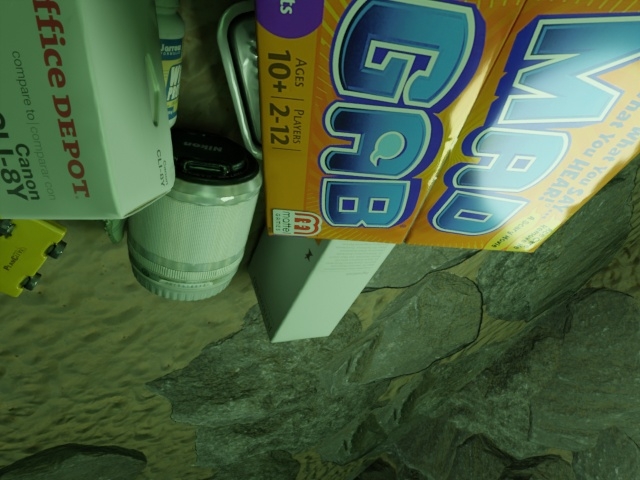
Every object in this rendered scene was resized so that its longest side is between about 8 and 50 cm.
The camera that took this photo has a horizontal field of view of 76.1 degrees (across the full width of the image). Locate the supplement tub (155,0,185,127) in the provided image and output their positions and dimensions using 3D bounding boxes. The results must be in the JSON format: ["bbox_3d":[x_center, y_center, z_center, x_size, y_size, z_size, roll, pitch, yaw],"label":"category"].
[{"bbox_3d":[-0.280,-0.275,0.602,0.145,0.144,0.199,0,128,-28],"label":"supplement tub"}]

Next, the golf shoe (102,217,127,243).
[{"bbox_3d":[-0.378,-0.069,0.789,0.086,0.069,0.176,-9,133,-30],"label":"golf shoe"}]

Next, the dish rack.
[{"bbox_3d":[-0.010,-0.318,0.762,0.333,0.072,0.285,-20,135,-12],"label":"dish rack"}]

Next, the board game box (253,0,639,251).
[{"bbox_3d":[0.125,-0.233,0.472,0.357,0.355,0.356,4,149,-3],"label":"board game box"}]

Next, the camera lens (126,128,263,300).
[{"bbox_3d":[-0.238,-0.052,0.765,0.220,0.219,0.274,1,127,-29],"label":"camera lens"}]

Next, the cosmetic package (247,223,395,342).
[{"bbox_3d":[0.000,0.000,0.880,0.162,0.230,0.453,0,137,-31],"label":"cosmetic package"}]

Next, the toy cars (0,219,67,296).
[{"bbox_3d":[-0.533,-0.076,0.687,0.177,0.087,0.393,-3,125,-11],"label":"toy cars"}]

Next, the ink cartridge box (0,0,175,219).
[{"bbox_3d":[-0.398,-0.176,0.470,0.386,0.160,0.278,1,111,1],"label":"ink cartridge box"}]
